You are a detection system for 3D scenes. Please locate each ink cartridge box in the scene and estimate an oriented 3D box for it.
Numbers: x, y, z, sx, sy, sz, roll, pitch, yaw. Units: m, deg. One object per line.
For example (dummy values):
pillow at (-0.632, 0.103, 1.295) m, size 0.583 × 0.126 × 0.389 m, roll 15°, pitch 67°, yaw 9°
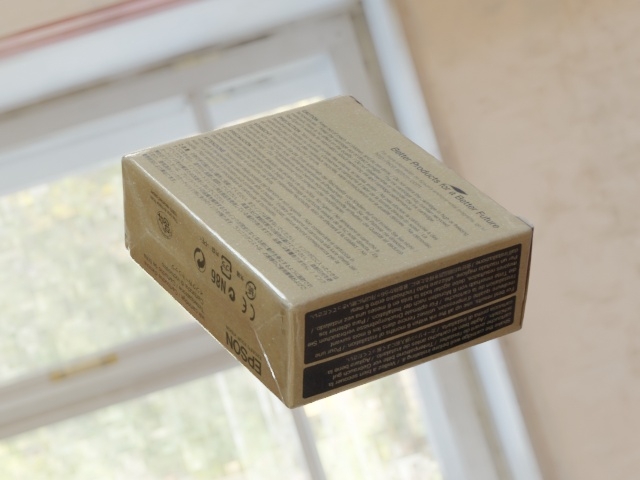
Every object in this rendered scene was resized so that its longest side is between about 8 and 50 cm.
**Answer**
ink cartridge box at (0.000, 0.000, 1.314) m, size 0.234 × 0.193 × 0.088 m, roll 40°, pitch 137°, yaw 47°
